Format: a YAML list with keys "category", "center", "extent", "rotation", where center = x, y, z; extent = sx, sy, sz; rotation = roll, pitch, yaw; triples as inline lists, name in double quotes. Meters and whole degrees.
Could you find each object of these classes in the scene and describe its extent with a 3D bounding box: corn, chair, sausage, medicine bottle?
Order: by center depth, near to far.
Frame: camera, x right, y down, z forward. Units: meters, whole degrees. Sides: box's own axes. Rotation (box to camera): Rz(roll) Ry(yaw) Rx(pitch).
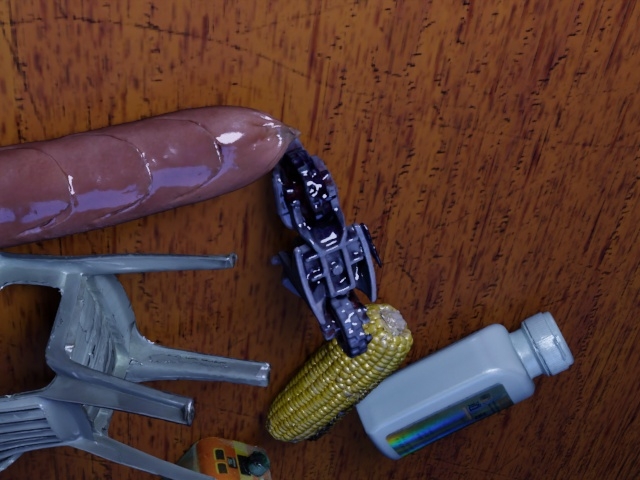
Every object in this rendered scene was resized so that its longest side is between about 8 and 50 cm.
- category: "sausage"
  center: [-0.226, -0.039, 0.910]
  extent: [0.433, 0.088, 0.088]
  rotation: [-11, 138, -9]
- category: "chair"
  center: [-0.208, 0.123, 1.018]
  extent: [0.274, 0.191, 0.203]
  rotation: [4, 141, 16]
- category: "corn"
  center: [0.017, 0.142, 1.209]
  extent: [0.072, 0.072, 0.203]
  rotation: [20, 125, -37]
- category: "medicine bottle"
  center: [0.156, 0.153, 1.262]
  extent: [0.229, 0.083, 0.121]
  rotation: [-28, 151, 7]

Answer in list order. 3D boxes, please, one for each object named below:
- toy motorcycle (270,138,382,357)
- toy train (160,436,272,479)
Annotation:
- category: "toy motorcycle"
  center: [0.000, 0.000, 1.031]
  extent: [0.080, 0.122, 0.215]
  rotation: [-24, 126, -12]
- category: "toy train"
  center: [-0.130, 0.291, 1.311]
  extent: [0.099, 0.072, 0.188]
  rotation: [21, 125, -30]
